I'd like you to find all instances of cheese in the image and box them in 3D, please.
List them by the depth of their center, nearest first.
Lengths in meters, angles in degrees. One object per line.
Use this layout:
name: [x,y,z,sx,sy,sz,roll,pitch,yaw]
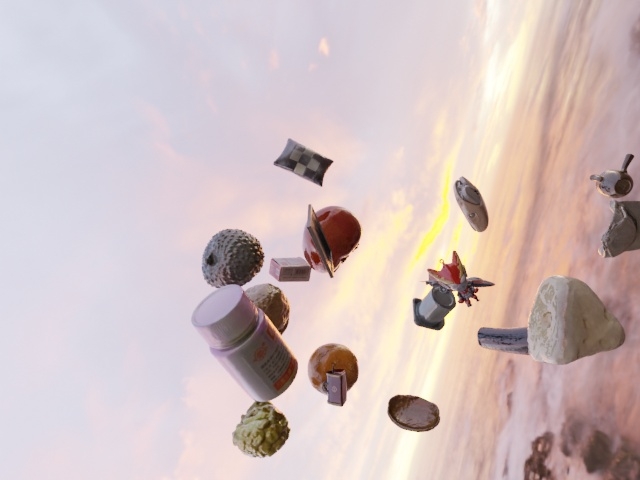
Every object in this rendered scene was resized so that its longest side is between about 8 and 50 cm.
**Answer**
cheese: [0.741,0.225,1.201,0.173,0.251,0.248,126,141,-77]

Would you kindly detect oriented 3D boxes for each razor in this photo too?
razor: [0.777,0.375,1.549,0.189,0.326,0.107,19,-113,-34]

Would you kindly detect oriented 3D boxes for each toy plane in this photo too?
toy plane: [0.640,0.207,1.918,0.223,0.326,0.105,16,-96,-64]

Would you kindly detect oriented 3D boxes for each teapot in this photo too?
teapot: [0.720,-0.160,0.995,0.080,0.085,0.110,-59,-8,-71]

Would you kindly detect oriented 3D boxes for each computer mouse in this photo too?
computer mouse: [0.578,-0.134,1.549,0.236,0.082,0.145,49,-147,-32]

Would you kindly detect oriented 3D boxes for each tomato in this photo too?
tomato: [0.043,-0.011,2.027,0.341,0.273,0.341,-48,-2,-2]

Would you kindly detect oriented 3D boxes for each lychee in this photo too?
lychee: [-0.350,0.079,1.646,0.274,0.255,0.255,14,-89,-53]

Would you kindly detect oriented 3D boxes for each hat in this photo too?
hat: [1.094,-0.029,1.422,0.149,0.244,0.214,-60,-34,-60]

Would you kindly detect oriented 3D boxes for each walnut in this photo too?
walnut: [-0.279,0.355,1.911,0.252,0.277,0.313,55,-150,-22]

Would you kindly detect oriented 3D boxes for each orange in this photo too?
orange: [0.052,0.539,1.715,0.193,0.219,0.219,95,-168,-82]

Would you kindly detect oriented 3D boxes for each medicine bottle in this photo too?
medicine bottle: [-0.253,0.353,1.404,0.388,0.219,0.219,60,-137,-27]

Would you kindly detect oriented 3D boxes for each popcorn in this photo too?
popcorn: [-0.252,0.775,1.675,0.225,0.286,0.174,-24,-81,-25]

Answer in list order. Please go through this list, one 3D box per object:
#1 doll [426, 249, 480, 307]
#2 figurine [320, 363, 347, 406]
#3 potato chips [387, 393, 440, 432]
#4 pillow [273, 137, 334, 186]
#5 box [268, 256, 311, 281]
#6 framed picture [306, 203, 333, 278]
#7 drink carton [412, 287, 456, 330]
doll: [0.426,0.127,1.277,0.109,0.169,0.057,-38,-6,10]
figurine: [0.050,0.552,1.578,0.082,0.098,0.155,7,-101,-70]
potato chips: [0.354,0.662,1.555,0.150,0.201,0.049,-67,-36,-47]
pillow: [-0.074,-0.361,1.898,0.186,0.249,0.106,-65,2,-33]
box: [-0.157,0.149,2.113,0.182,0.133,0.099,2,-74,-30]
framed picture: [0.001,0.000,1.686,0.192,0.018,0.265,-92,-20,-56]
drink carton: [0.615,0.346,2.176,0.185,0.191,0.190,-81,11,-48]
